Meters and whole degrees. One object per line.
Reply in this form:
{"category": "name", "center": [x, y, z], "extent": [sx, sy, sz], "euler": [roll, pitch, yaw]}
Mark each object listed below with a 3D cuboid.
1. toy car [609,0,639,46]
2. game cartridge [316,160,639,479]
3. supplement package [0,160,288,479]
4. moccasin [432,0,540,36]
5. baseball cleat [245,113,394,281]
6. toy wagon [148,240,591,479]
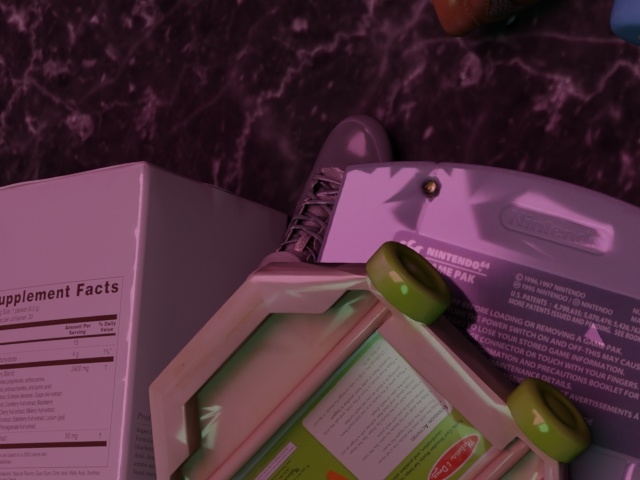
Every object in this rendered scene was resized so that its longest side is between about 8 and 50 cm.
{"category": "toy car", "center": [0.246, -0.255, 0.962], "extent": [0.210, 0.238, 0.219], "euler": [8, 82, 39]}
{"category": "game cartridge", "center": [0.136, 0.057, 1.013], "extent": [0.294, 0.060, 0.196], "euler": [17, 92, 13]}
{"category": "supplement package", "center": [-0.150, 0.107, 1.210], "extent": [0.175, 0.177, 0.293], "euler": [-7, 73, 37]}
{"category": "moccasin", "center": [0.067, -0.324, 1.200], "extent": [0.147, 0.139, 0.380], "euler": [-30, 70, 18]}
{"category": "baseball cleat", "center": [0.000, 0.000, 1.168], "extent": [0.072, 0.109, 0.206], "euler": [14, 91, 26]}
{"category": "toy wagon", "center": [0.048, 0.177, 0.974], "extent": [0.344, 0.068, 0.267], "euler": [44, 111, 4]}
